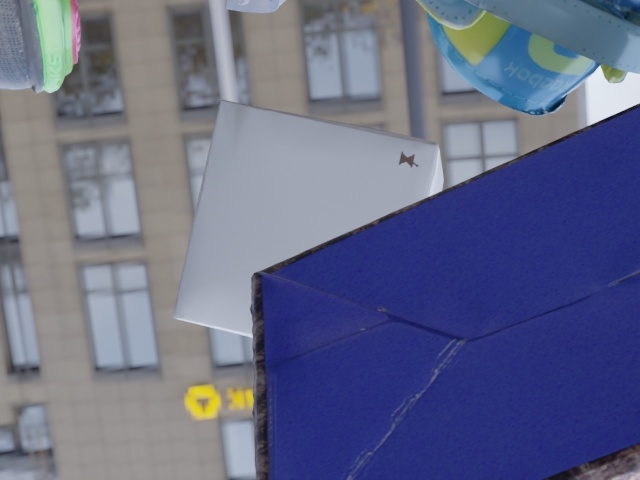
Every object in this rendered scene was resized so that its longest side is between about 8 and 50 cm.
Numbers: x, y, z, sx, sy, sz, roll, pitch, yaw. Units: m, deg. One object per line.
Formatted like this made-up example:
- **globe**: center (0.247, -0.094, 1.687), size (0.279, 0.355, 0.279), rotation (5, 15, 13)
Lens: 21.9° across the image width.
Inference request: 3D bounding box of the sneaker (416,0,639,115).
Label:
- **sneaker**: center (0.134, -0.134, 0.553), size (0.127, 0.208, 0.319), rotation (18, -177, -25)

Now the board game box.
- **board game box**: center (0.147, 0.105, 0.541), size (0.232, 0.291, 0.141), rotation (-24, -144, 16)

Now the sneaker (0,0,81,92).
- **sneaker**: center (-0.301, -0.255, 0.890), size (0.202, 0.483, 0.185), rotation (-32, -144, 10)

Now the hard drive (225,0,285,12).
- **hard drive**: center (-0.007, -0.336, 1.499), size (0.054, 0.255, 0.172), rotation (27, -140, 11)

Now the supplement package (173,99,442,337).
- **supplement package**: center (0.000, 0.000, 1.371), size (0.175, 0.177, 0.293), rotation (12, 178, 5)
